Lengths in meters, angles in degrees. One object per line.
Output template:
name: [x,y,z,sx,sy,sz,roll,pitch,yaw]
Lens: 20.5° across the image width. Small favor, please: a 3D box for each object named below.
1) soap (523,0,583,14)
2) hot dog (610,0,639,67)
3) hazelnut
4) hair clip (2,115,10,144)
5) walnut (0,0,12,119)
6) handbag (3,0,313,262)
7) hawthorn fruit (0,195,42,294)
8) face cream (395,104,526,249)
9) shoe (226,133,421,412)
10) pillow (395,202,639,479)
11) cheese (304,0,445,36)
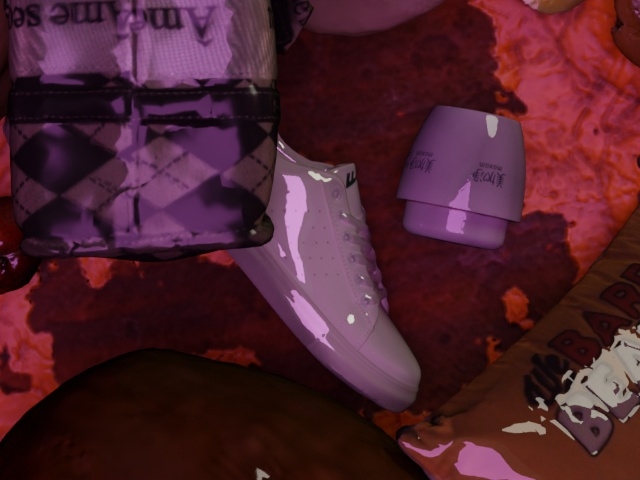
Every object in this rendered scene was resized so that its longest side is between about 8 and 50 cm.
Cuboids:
soap: [0.207,-0.231,1.267,0.168,0.033,0.089,-29,92,5]
hot dog: [0.278,-0.156,1.266,0.140,0.060,0.090,0,102,8]
hazelnut: [-0.066,0.283,1.203,0.421,0.353,0.421,14,136,14]
hair clip: [-0.156,-0.172,1.271,0.146,0.075,0.257,29,91,4]
walnut: [-0.345,-0.196,1.126,0.381,0.381,0.381,0,98,2]
handbag: [-0.091,-0.197,1.094,0.180,0.317,0.416,-1,91,3]
hawthorn fruit: [-0.234,0.005,1.293,0.077,0.077,0.077,0,98,2]
face cream: [0.103,-0.045,1.268,0.091,0.091,0.095,11,91,0]
shoe: [0.000,0.000,1.276,0.110,0.095,0.265,-44,92,6]
pillow: [0.239,0.162,1.232,0.310,0.119,0.312,-41,94,-31]
cheese: [0.056,-0.345,1.192,0.351,0.129,0.328,-34,105,9]
